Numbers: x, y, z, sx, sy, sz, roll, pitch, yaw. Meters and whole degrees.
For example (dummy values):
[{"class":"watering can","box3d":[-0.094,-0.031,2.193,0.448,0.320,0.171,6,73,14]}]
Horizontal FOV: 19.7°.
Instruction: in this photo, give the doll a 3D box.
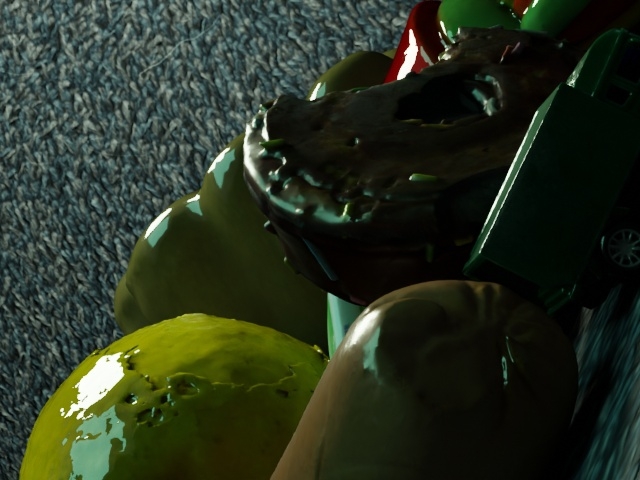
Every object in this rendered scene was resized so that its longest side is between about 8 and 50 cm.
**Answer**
[{"class":"doll","box3d":[0.119,-0.090,1.286,0.363,0.160,0.182,-65,-3,23]}]

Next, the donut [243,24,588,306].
[{"class":"donut","box3d":[0.078,-0.037,1.069,0.230,0.216,0.096,-28,-54,-26]}]

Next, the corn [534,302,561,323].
[{"class":"corn","box3d":[0.115,0.028,1.106,0.207,0.068,0.068,-63,-1,-56]}]

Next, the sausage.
[{"class":"sausage","box3d":[0.034,0.137,0.952,0.304,0.121,0.121,114,-179,-45]}]

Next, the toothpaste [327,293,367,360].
[{"class":"toothpaste","box3d":[0.029,0.107,1.191,0.075,0.048,0.297,75,-176,-49]}]

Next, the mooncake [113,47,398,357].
[{"class":"mooncake","box3d":[0.000,0.000,1.575,0.378,0.201,0.378,-44,-8,-8]}]

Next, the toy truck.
[{"class":"toy truck","box3d":[0.140,-0.035,0.928,0.147,0.079,0.065,-63,-1,-11]}]

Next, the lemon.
[{"class":"lemon","box3d":[-0.076,0.191,1.299,0.297,0.297,0.297,-155,90,-90]}]
